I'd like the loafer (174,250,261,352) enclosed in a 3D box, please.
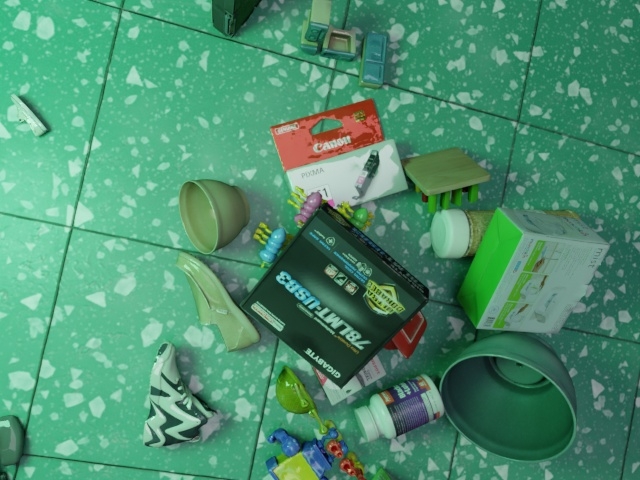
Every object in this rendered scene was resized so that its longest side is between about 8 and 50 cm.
[{"bbox_3d":[-0.240,0.142,1.174,0.092,0.102,0.269,-40,98,-15],"label":"loafer"}]

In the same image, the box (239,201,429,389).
[{"bbox_3d":[0.026,0.122,1.132,0.295,0.073,0.293,41,109,0],"label":"box"}]

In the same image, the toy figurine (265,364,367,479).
[{"bbox_3d":[-0.053,0.491,1.175,0.217,0.191,0.363,-35,95,-4],"label":"toy figurine"}]

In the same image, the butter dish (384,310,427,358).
[{"bbox_3d":[0.157,0.188,1.251,0.160,0.118,0.160,56,39,-7],"label":"butter dish"}]

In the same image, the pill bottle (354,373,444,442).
[{"bbox_3d":[0.183,0.401,1.255,0.193,0.108,0.108,-20,94,-11],"label":"pill bottle"}]

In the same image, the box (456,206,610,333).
[{"bbox_3d":[0.482,0.076,1.221,0.231,0.127,0.262,5,121,-16],"label":"box"}]

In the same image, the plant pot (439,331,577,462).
[{"bbox_3d":[0.450,0.331,1.236,0.293,0.293,0.196,57,41,-6],"label":"plant pot"}]

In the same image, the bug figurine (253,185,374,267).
[{"bbox_3d":[0.000,0.000,1.197,0.278,0.072,0.216,19,109,-19],"label":"bug figurine"}]

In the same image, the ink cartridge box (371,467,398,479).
[{"bbox_3d":[0.125,0.693,1.197,0.114,0.198,0.273,40,83,-10],"label":"ink cartridge box"}]

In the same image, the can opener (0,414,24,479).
[{"bbox_3d":[-0.665,0.513,1.102,0.093,0.074,0.281,-5,91,-12],"label":"can opener"}]

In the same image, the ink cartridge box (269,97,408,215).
[{"bbox_3d":[0.045,-0.194,1.255,0.275,0.060,0.239,-18,95,-11],"label":"ink cartridge box"}]

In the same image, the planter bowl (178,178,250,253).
[{"bbox_3d":[-0.223,-0.062,1.162,0.109,0.162,0.162,-19,94,-37],"label":"planter bowl"}]

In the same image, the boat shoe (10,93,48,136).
[{"bbox_3d":[-0.630,-0.265,1.132,0.035,0.035,0.100,-41,104,-11],"label":"boat shoe"}]

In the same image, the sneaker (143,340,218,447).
[{"bbox_3d":[-0.298,0.341,1.167,0.152,0.094,0.235,7,89,-13],"label":"sneaker"}]

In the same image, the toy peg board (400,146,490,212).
[{"bbox_3d":[0.292,-0.141,1.274,0.161,0.161,0.079,-14,127,-11],"label":"toy peg board"}]

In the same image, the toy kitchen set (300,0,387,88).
[{"bbox_3d":[0.063,-0.440,1.202,0.207,0.166,0.122,6,89,-11],"label":"toy kitchen set"}]

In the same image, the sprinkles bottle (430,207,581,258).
[{"bbox_3d":[0.457,-0.019,1.305,0.355,0.121,0.121,-1,90,-12],"label":"sprinkles bottle"}]

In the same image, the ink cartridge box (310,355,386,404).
[{"bbox_3d":[0.064,0.298,1.254,0.150,0.063,0.109,-28,95,-9],"label":"ink cartridge box"}]

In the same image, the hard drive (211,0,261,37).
[{"bbox_3d":[-0.114,-0.616,1.133,0.064,0.237,0.339,35,84,-9],"label":"hard drive"}]
